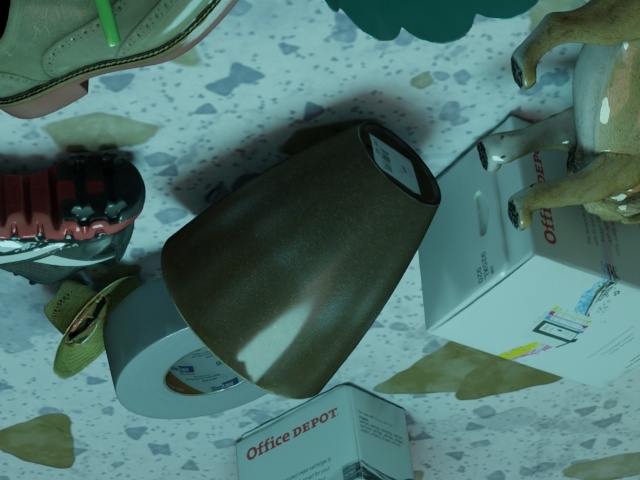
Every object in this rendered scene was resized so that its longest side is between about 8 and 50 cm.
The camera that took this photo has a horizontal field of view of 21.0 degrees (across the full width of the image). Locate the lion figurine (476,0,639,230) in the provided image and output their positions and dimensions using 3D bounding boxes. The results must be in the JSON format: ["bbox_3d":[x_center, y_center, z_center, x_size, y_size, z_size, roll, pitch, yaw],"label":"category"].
[{"bbox_3d":[0.265,-0.148,1.528,0.240,0.142,0.392,-16,141,-11],"label":"lion figurine"}]

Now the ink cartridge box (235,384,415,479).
[{"bbox_3d":[0.012,0.340,2.079,0.197,0.273,0.114,-30,142,32],"label":"ink cartridge box"}]

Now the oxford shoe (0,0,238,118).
[{"bbox_3d":[-0.183,-0.205,1.389,0.348,0.123,0.130,-29,146,30],"label":"oxford shoe"}]

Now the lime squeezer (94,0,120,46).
[{"bbox_3d":[-0.243,-0.276,1.288,0.310,0.110,0.059,37,175,-19],"label":"lime squeezer"}]

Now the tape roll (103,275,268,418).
[{"bbox_3d":[-0.122,0.109,1.864,0.219,0.072,0.219,-14,149,-9],"label":"tape roll"}]

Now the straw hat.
[{"bbox_3d":[-0.259,0.075,1.841,0.061,0.144,0.144,36,146,14],"label":"straw hat"}]

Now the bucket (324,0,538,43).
[{"bbox_3d":[0.076,-0.296,1.191,0.281,0.183,0.281,-17,138,-15],"label":"bucket"}]

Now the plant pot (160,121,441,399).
[{"bbox_3d":[0.000,0.000,1.673,0.215,0.215,0.230,26,121,-37],"label":"plant pot"}]

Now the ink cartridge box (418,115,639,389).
[{"bbox_3d":[0.236,0.016,1.729,0.233,0.171,0.168,19,138,-30],"label":"ink cartridge box"}]

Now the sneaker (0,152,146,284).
[{"bbox_3d":[-0.308,-0.013,1.680,0.276,0.097,0.135,-2,143,-7],"label":"sneaker"}]
